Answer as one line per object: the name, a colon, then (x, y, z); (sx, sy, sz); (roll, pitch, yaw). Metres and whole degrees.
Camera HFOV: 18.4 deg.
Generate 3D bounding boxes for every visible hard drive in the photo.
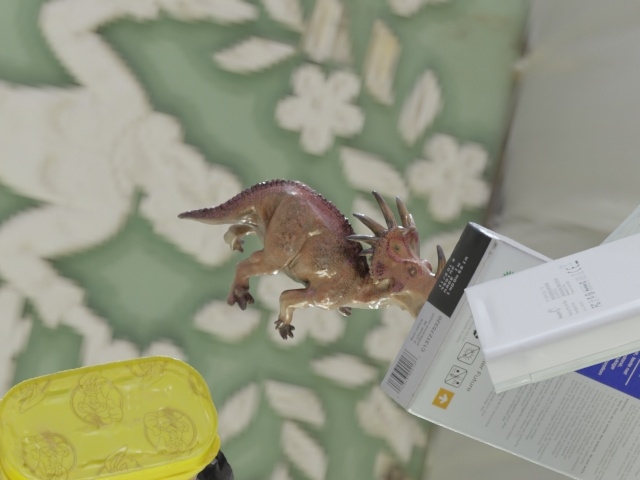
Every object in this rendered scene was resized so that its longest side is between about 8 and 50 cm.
hard drive: (0.274, 0.032, 1.585); (0.203, 0.308, 0.040); (-92, 164, -76)

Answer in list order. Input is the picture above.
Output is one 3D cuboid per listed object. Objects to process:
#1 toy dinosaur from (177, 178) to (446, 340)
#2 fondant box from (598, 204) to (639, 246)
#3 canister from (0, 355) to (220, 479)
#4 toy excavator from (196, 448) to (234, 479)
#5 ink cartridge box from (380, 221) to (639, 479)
toy dinosaur: (0.000, 0.000, 2.199); (0.200, 0.296, 0.127); (-50, -169, 36)
fondant box: (0.389, 0.015, 2.186); (0.238, 0.096, 0.330); (-45, -178, -3)
canister: (-0.136, 0.148, 1.176); (0.170, 0.126, 0.073); (109, -35, -53)
toy excavator: (-0.283, 0.345, 1.921); (0.445, 0.433, 0.222); (-31, -160, 36)
ink cartridge box: (0.245, 0.129, 1.854); (0.175, 0.371, 0.069); (-62, -150, 6)
